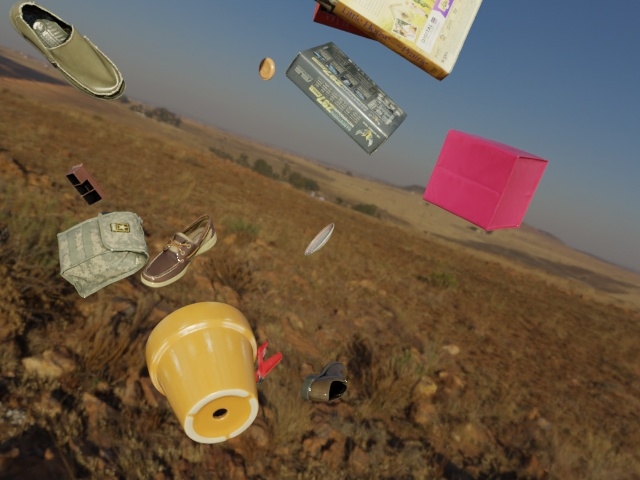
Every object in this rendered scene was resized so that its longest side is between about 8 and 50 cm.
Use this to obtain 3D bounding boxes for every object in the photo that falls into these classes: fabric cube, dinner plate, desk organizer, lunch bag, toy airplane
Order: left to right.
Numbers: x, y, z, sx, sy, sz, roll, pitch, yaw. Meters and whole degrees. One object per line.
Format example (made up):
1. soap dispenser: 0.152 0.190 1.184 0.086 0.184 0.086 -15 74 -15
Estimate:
1. desk organizer: -0.755 -0.177 1.662 0.047 0.130 0.050 -9 37 26
2. lunch bag: -0.760 0.025 1.831 0.235 0.286 0.169 57 -10 44
3. toy airplane: -0.161 0.334 1.407 0.028 0.151 0.151 38 1 -22
4. dinner plate: 0.000 0.000 1.723 0.017 0.141 0.141 43 3 -13
5. fabric cube: 0.550 -0.200 1.728 0.258 0.259 0.254 33 24 36

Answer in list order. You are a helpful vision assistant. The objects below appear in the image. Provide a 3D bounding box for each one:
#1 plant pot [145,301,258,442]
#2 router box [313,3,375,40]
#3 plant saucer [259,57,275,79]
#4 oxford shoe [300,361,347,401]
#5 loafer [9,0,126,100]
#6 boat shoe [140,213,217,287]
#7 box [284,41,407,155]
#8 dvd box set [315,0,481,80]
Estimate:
1. plant pot: -0.199 0.248 0.935 0.205 0.205 0.188 13 24 -32
2. router box: 0.195 -0.730 1.759 0.301 0.082 0.335 32 28 32
3. plant saucer: -0.210 -0.666 2.002 0.083 0.084 0.013 24 22 34
4. oxford shoe: 0.036 0.392 1.401 0.096 0.083 0.227 9 8 22
5. loafer: -0.511 -0.382 1.048 0.251 0.094 0.087 37 -8 -26
6. boat shoe: -0.477 0.022 1.748 0.123 0.123 0.342 25 42 20
7. box: 0.059 -0.293 1.044 0.232 0.059 0.183 42 33 -3
8. dvd box set: 0.203 -0.646 1.328 0.420 0.308 0.062 28 -16 -11
